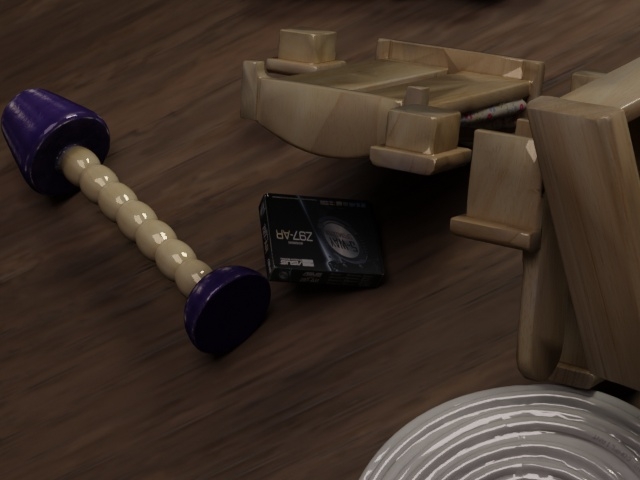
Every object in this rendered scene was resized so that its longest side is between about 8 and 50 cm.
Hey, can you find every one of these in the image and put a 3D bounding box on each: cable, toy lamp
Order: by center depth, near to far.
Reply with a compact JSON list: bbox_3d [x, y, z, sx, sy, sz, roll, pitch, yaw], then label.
[{"bbox_3d":[0.127,0.211,1.148,0.257,0.089,0.257,8,61,22],"label":"cable"},{"bbox_3d":[-0.147,-0.025,1.396,0.080,0.080,0.275,-42,56,-11],"label":"toy lamp"}]

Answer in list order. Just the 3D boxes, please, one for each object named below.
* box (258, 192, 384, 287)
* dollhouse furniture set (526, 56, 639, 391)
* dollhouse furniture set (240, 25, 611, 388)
[{"bbox_3d":[0.000,0.000,1.344,0.083,0.018,0.067,5,53,-17],"label":"box"},{"bbox_3d":[0.338,-0.020,0.948,0.256,0.362,0.394,-28,25,-26],"label":"dollhouse furniture set"},{"bbox_3d":[0.048,-0.028,1.262,0.356,0.303,0.173,12,106,30],"label":"dollhouse furniture set"}]
